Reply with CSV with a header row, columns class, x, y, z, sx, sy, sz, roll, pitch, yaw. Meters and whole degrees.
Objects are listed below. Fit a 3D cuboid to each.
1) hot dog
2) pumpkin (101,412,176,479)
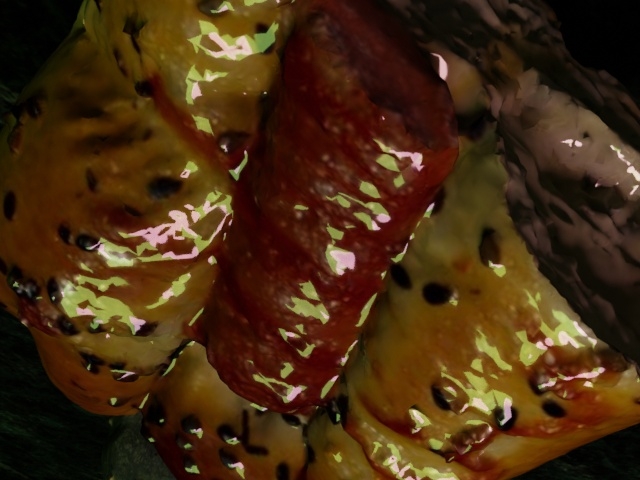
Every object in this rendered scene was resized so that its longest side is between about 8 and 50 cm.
class,x,y,z,sx,sy,sz,roll,pitch,yaw
hot dog,-0.025,0.013,0.536,0.367,0.196,0.365,44,133,-3
pumpkin,-0.053,0.220,0.961,0.327,0.291,0.257,44,150,-26
